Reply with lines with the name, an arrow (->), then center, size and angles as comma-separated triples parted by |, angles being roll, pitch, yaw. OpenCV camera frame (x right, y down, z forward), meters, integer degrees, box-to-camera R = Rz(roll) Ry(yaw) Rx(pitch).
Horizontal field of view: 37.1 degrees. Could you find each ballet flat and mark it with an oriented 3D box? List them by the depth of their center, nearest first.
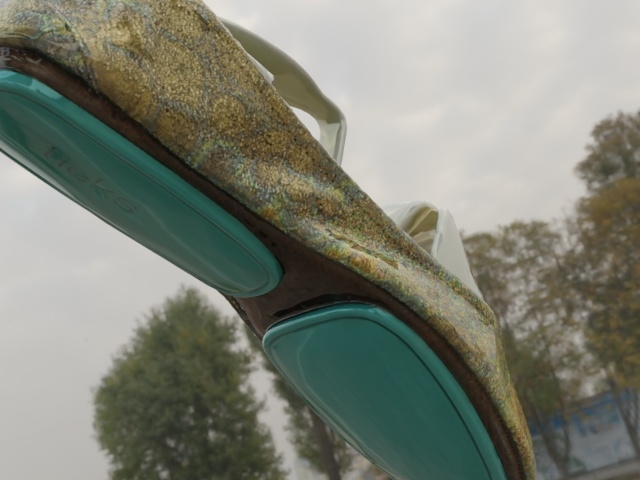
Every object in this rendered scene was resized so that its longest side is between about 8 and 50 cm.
ballet flat -> 0.000, 0.000, 0.449 | 0.123, 0.123, 0.348 | -29, -62, 38
